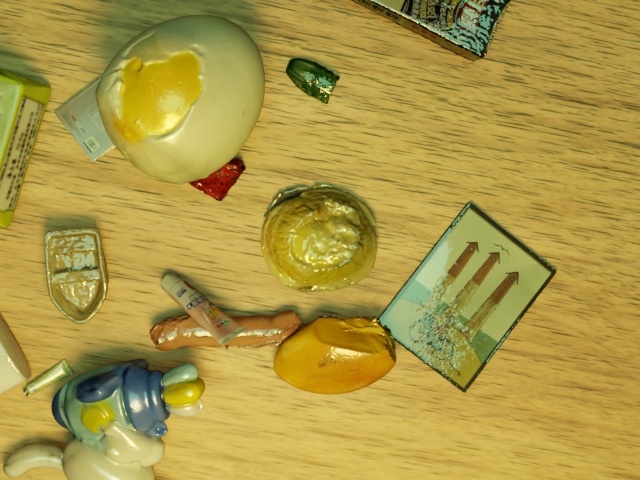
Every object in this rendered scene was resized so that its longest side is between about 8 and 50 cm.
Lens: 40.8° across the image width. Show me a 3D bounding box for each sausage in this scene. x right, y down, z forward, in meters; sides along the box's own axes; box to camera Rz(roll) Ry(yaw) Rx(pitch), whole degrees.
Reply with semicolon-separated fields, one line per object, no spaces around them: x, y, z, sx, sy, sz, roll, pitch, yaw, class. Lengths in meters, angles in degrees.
-0.189;0.180;1.725;0.304;0.078;0.078;-1;93;-7;sausage

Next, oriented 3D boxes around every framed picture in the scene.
0.304;0.119;1.794;0.244;0.013;0.324;37;90;-6;framed picture

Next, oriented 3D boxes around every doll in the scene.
-0.396;0.367;1.680;0.375;0.187;0.366;16;103;-17;doll

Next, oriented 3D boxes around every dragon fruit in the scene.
-0.223;-0.144;1.708;0.131;0.063;0.097;30;90;-6;dragon fruit

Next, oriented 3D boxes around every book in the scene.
-0.419;-0.259;1.710;0.181;0.014;0.127;-38;96;-2;book

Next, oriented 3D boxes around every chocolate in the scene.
-0.702;-0.202;1.627;0.288;0.137;0.301;17;92;-6;chocolate

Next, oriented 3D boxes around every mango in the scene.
0.028;0.232;1.718;0.252;0.126;0.154;-11;125;1;mango

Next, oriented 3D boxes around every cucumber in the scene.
-0.019;-0.328;1.730;0.107;0.035;0.067;27;92;-4;cucumber

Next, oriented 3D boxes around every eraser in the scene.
-0.726;0.260;1.676;0.270;0.095;0.174;-29;92;-4;eraser

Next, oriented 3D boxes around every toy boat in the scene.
-0.478;0.070;1.701;0.116;0.061;0.188;-5;94;-6;toy boat

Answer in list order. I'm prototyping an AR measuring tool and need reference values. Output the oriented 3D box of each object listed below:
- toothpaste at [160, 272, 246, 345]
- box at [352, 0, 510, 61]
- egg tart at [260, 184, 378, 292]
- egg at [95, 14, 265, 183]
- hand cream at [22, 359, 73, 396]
-0.237;0.134;1.690;0.194;0.067;0.043;36;133;23;toothpaste
0.223;-0.513;1.715;0.310;0.084;0.198;25;91;-5;box
0.000;0.000;1.724;0.252;0.098;0.232;28;87;-2;egg tart
-0.245;-0.267;1.588;0.283;0.283;0.345;44;65;-6;egg
-0.550;0.280;1.728;0.102;0.022;0.035;-31;95;-8;hand cream
